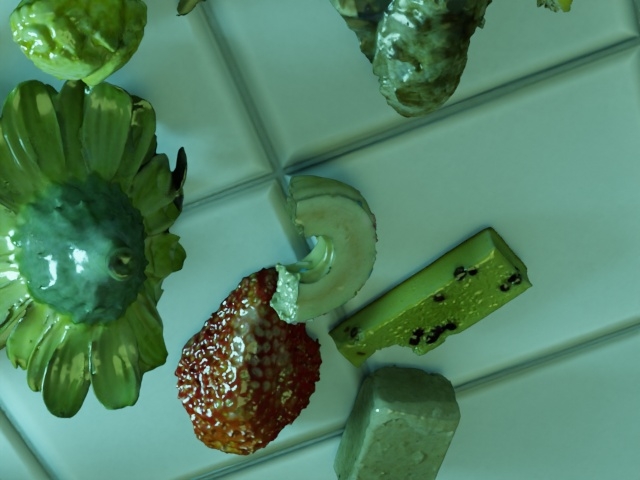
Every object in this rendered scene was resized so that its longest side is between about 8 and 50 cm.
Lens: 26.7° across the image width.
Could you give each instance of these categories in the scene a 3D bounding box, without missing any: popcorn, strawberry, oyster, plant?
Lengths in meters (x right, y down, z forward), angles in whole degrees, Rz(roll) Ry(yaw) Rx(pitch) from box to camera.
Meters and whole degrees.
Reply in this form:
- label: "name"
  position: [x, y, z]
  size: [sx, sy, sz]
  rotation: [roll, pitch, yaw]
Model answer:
- label: "popcorn"
  position: [-0.218, -0.195, 1.208]
  size: [0.120, 0.116, 0.106]
  rotation: [-41, 173, -29]
- label: "strawberry"
  position: [-0.078, 0.161, 1.511]
  size: [0.175, 0.107, 0.236]
  rotation: [-17, 129, 1]
- label: "oyster"
  position: [0.064, -0.239, 1.227]
  size: [0.166, 0.094, 0.294]
  rotation: [-38, 129, 13]
- label: "plant"
  position: [-0.202, -0.012, 1.250]
  size: [0.297, 0.261, 0.306]
  rotation: [-24, 109, 43]

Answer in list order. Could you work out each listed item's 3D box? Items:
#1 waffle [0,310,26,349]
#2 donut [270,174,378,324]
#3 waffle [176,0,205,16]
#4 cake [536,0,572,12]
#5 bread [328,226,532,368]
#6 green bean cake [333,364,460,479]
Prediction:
- label: "waffle"
  position: [-0.453, 0.023, 1.342]
  size: [0.304, 0.077, 0.348]
  rotation: [-29, 128, 13]
- label: "donut"
  position: [0.004, 0.002, 1.419]
  size: [0.108, 0.065, 0.166]
  rotation: [-10, 120, -25]
- label: "waffle"
  position: [-0.062, -0.255, 1.237]
  size: [0.097, 0.023, 0.153]
  rotation: [18, 121, -23]
- label: "cake"
  position: [0.181, -0.290, 1.229]
  size: [0.116, 0.080, 0.185]
  rotation: [-4, 133, -12]
- label: "bread"
  position: [0.124, 0.077, 1.524]
  size: [0.226, 0.049, 0.088]
  rotation: [-35, 127, 17]
- label: "green bean cake"
  position: [0.090, 0.241, 1.624]
  size: [0.109, 0.085, 0.179]
  rotation: [6, 126, -14]
